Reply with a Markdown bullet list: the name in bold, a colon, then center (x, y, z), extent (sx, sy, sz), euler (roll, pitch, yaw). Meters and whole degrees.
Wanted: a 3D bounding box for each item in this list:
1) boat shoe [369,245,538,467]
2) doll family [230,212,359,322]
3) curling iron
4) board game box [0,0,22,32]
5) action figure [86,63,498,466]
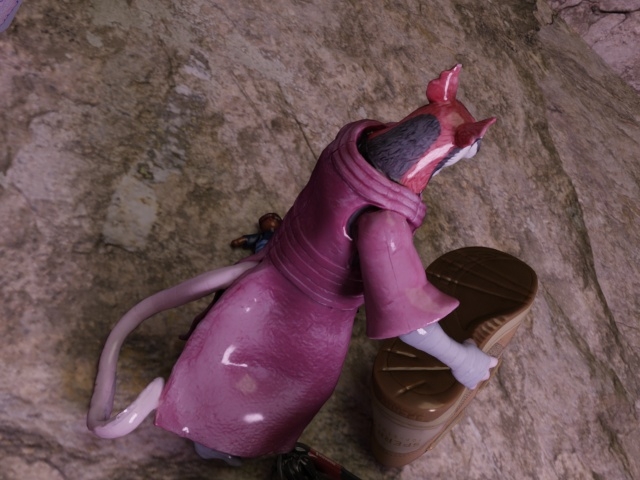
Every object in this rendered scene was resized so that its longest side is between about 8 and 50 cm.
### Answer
- **boat shoe**: center (0.142, 0.114, 0.935), extent (0.121, 0.110, 0.341), euler (27, 37, 21)
- **doll family**: center (0.001, 0.025, 0.907), extent (0.193, 0.076, 0.111), euler (22, 49, -25)
- **curling iron**: center (0.060, 0.268, 0.782), extent (0.274, 0.035, 0.068), euler (34, 60, -23)
- **board game box**: center (-0.297, -0.233, 0.654), extent (0.066, 0.318, 0.318), euler (39, 39, -12)
- **action figure**: center (0.000, 0.000, 0.680), extent (0.275, 0.370, 0.248), euler (16, 38, -22)
